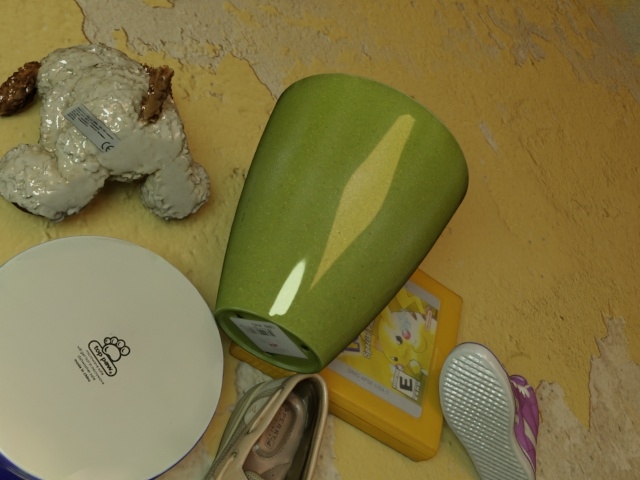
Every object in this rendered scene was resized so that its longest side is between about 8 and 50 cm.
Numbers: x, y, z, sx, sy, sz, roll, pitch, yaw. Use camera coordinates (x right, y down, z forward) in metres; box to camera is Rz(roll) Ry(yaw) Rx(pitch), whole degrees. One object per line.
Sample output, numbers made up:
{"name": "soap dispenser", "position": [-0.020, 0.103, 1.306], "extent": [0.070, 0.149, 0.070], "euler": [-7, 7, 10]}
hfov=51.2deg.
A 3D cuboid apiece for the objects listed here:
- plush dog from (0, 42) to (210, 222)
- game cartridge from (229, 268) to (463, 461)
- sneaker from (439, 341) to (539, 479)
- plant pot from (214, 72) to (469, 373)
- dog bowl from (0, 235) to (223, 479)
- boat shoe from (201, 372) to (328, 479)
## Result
{"name": "plush dog", "position": [-0.261, -0.160, 0.808], "extent": [0.263, 0.210, 0.225], "euler": [-5, 42, -40]}
{"name": "game cartridge", "position": [0.057, 0.116, 0.961], "extent": [0.324, 0.053, 0.285], "euler": [34, 49, -18]}
{"name": "sneaker", "position": [0.254, 0.226, 0.979], "extent": [0.161, 0.102, 0.282], "euler": [-57, 134, -47]}
{"name": "plant pot", "position": [0.000, 0.000, 0.809], "extent": [0.275, 0.275, 0.293], "euler": [37, 61, -15]}
{"name": "dog bowl", "position": [-0.238, 0.132, 0.692], "extent": [0.265, 0.104, 0.264], "euler": [18, 56, -29]}
{"name": "boat shoe", "position": [-0.078, 0.289, 0.717], "extent": [0.122, 0.110, 0.341], "euler": [33, 49, -18]}
